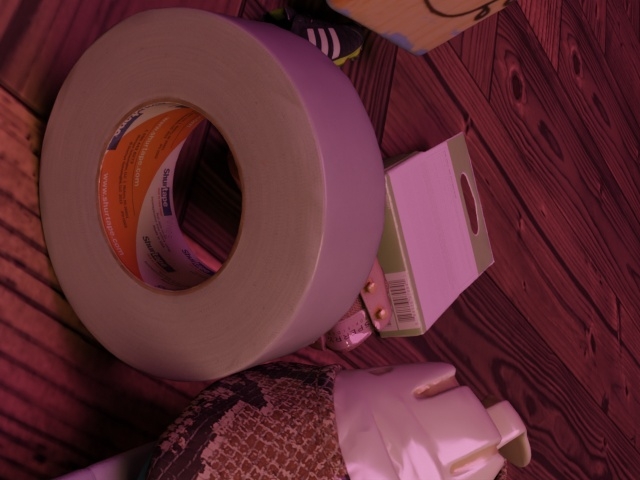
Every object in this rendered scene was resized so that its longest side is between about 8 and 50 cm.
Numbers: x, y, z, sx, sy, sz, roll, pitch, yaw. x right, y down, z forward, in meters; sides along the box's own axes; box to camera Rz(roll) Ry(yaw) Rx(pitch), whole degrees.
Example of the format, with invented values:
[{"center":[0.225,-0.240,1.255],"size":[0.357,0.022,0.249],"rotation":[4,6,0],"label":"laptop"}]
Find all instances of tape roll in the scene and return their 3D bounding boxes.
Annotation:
[{"center":[-0.072,-0.028,0.561],"size":[0.072,0.219,0.219],"rotation":[-7,88,-58],"label":"tape roll"}]

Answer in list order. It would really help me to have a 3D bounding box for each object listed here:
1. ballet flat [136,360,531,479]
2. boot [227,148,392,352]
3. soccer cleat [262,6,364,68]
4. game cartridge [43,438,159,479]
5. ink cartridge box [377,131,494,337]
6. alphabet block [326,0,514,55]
[{"center":[0.055,0.156,0.652],"size":[0.483,0.182,0.164],"rotation":[33,36,-67],"label":"ballet flat"},{"center":[0.000,0.000,0.726],"size":[0.262,0.095,0.203],"rotation":[-100,175,-75],"label":"boot"},{"center":[-0.014,-0.184,0.842],"size":[0.179,0.060,0.072],"rotation":[-41,115,-50],"label":"soccer cleat"},{"center":[-0.080,0.216,0.539],"size":[0.198,0.062,0.297],"rotation":[64,13,9],"label":"game cartridge"},{"center":[0.115,-0.015,1.004],"size":[0.235,0.056,0.171],"rotation":[-33,111,-59],"label":"ink cartridge box"},{"center":[0.106,-0.327,0.895],"size":[0.192,0.197,0.193],"rotation":[7,60,-56],"label":"alphabet block"}]
